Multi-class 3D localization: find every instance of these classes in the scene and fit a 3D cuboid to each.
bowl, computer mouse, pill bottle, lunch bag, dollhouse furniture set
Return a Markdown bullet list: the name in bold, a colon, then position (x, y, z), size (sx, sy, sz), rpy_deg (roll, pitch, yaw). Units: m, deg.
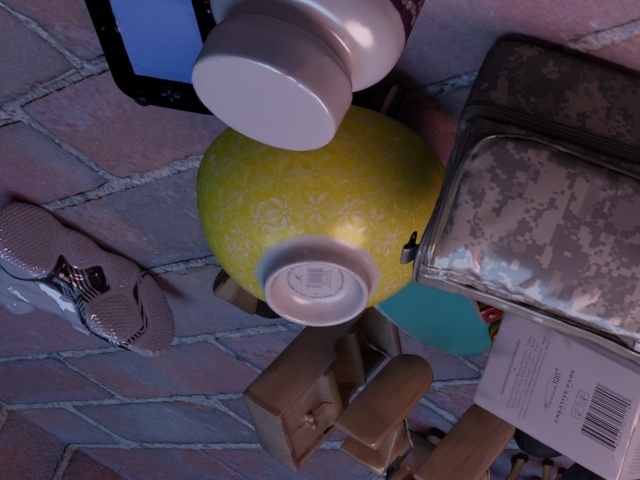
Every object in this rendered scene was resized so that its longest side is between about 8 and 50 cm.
- **bowl**: position (0.000, 0.000, 1.620), size (0.289, 0.156, 0.289), rpy_deg (2, 139, 2)
- **computer mouse**: position (0.369, 0.287, 2.127), size (0.184, 0.060, 0.262), rpy_deg (-2, 169, 6)
- **pill bottle**: position (0.010, -0.230, 1.209), size (0.169, 0.301, 0.169), rpy_deg (20, 156, 9)
- **lunch bag**: position (0.260, -0.021, 1.467), size (0.305, 0.256, 0.212), rpy_deg (20, 156, 8)
- **dollhouse furniture set**: position (0.132, 0.262, 2.032), size (0.394, 0.256, 0.362), rpy_deg (29, 153, 30)

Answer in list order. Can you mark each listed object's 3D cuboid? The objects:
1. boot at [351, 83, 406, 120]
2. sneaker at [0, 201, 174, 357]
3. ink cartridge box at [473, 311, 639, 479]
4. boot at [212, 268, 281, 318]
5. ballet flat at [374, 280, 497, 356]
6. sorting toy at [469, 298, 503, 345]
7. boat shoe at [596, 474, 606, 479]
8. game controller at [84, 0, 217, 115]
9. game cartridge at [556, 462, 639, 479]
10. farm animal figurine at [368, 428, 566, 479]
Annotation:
- **boot**: position (0.010, -0.150, 1.669), size (0.137, 0.077, 0.198), rpy_deg (32, 155, -5)
- **sneaker**: position (-0.423, 0.080, 2.481), size (0.366, 0.137, 0.210), rpy_deg (37, 155, -15)
- **ink cartridge box**: position (0.333, 0.147, 1.659), size (0.309, 0.130, 0.272), rpy_deg (2, -161, -45)
- **boot**: position (-0.027, 0.057, 2.155), size (0.207, 0.090, 0.248), rpy_deg (16, 155, -18)
- **ballet flat**: position (0.083, -0.001, 1.836), size (0.409, 0.147, 0.147), rpy_deg (34, 155, -31)
- **sorting toy**: position (0.231, 0.033, 1.767), size (0.132, 0.046, 0.274), rpy_deg (-23, 128, 12)
- **boat shoe**: position (0.432, 0.277, 2.027), size (0.060, 0.178, 0.064), rpy_deg (30, 152, -22)
- **game controller**: position (-0.177, -0.241, 1.658), size (0.166, 0.067, 0.319), rpy_deg (18, 156, 14)
- **game cartridge**: position (0.405, 0.374, 2.094), size (0.198, 0.297, 0.062), rpy_deg (-19, 98, 29)
- **farm animal figurine**: position (0.257, 0.462, 2.580), size (0.327, 0.172, 0.330), rpy_deg (25, 156, -2)
